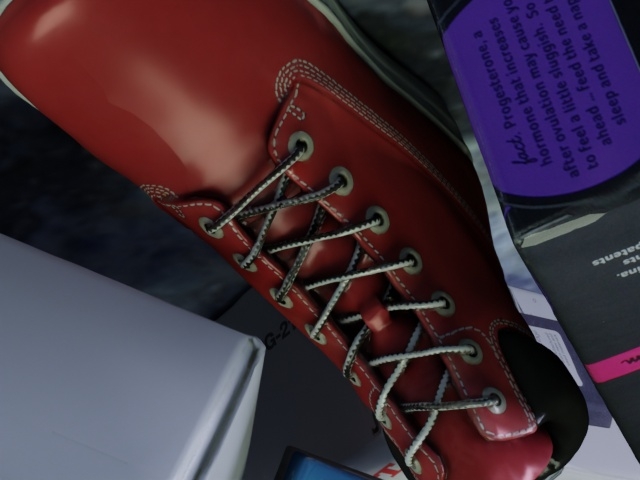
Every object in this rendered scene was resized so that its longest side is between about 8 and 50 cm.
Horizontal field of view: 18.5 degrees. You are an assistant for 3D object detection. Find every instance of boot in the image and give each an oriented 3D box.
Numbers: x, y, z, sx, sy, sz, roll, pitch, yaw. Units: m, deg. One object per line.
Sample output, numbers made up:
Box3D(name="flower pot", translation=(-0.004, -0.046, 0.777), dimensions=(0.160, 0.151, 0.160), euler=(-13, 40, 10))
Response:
Box3D(name="boot", translation=(0.000, 0.000, 0.628), dimensions=(0.088, 0.176, 0.244), euler=(-37, 143, 20))

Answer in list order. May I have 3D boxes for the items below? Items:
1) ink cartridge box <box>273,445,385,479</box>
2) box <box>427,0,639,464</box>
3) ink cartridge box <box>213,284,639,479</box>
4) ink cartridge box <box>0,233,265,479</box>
Box3D(name="ink cartridge box", translation=(-0.014, 0.169, 0.703), dimensions=(0.060, 0.180, 0.104), euler=(21, 174, -3))
Box3D(name="box", translation=(0.138, -0.031, 0.652), dimensions=(0.143, 0.165, 0.270), euler=(-21, 149, 9))
Box3D(name="ink cartridge box", translation=(0.048, 0.101, 0.892), dimensions=(0.237, 0.100, 0.172), euler=(15, 138, -38))
Box3D(name="ink cartridge box", translation=(-0.153, 0.117, 0.718), dimensions=(0.223, 0.129, 0.307), euler=(22, 147, 7))
